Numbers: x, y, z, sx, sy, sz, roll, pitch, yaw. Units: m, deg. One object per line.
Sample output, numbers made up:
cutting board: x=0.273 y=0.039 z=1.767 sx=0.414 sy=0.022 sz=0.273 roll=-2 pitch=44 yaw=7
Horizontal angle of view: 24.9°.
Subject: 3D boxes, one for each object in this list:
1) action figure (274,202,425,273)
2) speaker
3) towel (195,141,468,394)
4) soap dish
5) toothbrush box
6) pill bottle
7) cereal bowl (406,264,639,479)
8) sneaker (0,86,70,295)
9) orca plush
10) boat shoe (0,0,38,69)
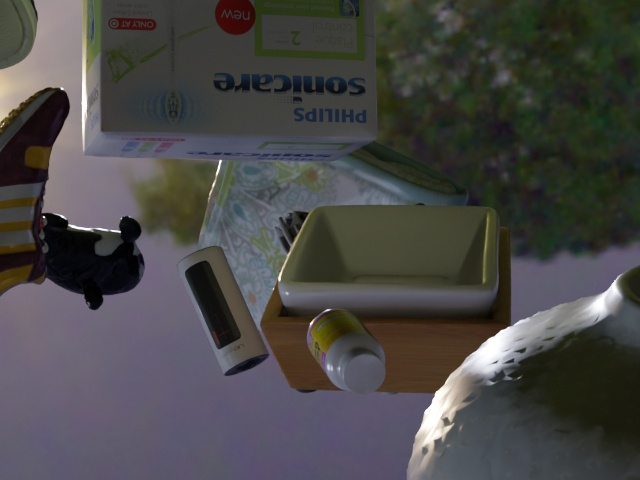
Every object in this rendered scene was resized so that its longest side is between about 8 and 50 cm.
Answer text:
action figure: x=0.039 y=0.038 z=1.744 sx=0.099 sy=0.185 sz=0.285 roll=-27 pitch=172 yaw=37
speaker: x=-0.106 y=0.078 z=1.583 sx=0.055 sy=0.136 sz=0.055 roll=-23 pitch=166 yaw=-6
towel: x=0.000 y=0.000 z=2.052 sx=0.374 sy=0.320 sz=0.090 roll=27 pitch=-154 yaw=22
soap dish: x=0.074 y=0.055 z=1.445 sx=0.229 sy=0.118 sz=0.291 roll=0 pitch=-162 yaw=7
toothbrush box: x=-0.073 y=-0.207 z=1.101 sx=0.206 sy=0.283 sz=0.122 roll=1 pitch=176 yaw=-15
pill bottle: x=0.020 y=0.080 z=1.028 sx=0.043 sy=0.043 sz=0.083 roll=-19 pitch=-161 yaw=-9
cereal bowl: x=0.205 y=0.091 z=0.628 sx=0.339 sy=0.141 sz=0.339 roll=3 pitch=-167 yaw=-1
sneaker: x=-0.208 y=-0.014 z=0.973 sx=0.185 sy=0.084 sz=0.069 roll=-57 pitch=-165 yaw=-11
orca plush: x=-0.299 y=0.035 z=1.913 sx=0.151 sy=0.102 sz=0.287 roll=-23 pitch=161 yaw=-3
boat shoe: x=-0.330 y=-0.319 z=1.259 sx=0.127 sy=0.340 sz=0.113 roll=-17 pitch=-147 yaw=13
